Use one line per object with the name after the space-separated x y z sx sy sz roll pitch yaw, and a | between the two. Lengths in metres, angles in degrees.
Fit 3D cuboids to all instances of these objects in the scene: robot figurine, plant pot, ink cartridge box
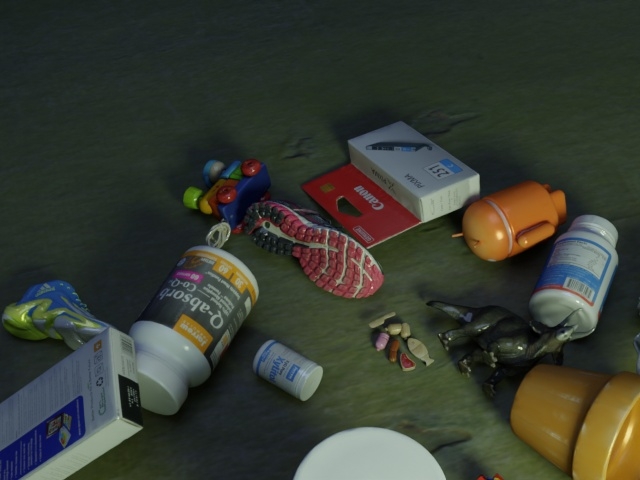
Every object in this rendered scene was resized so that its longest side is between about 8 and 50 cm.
0.366 -0.037 1.753 0.219 0.128 0.158 -22 65 -16 | robot figurine
0.413 0.285 1.435 0.188 0.205 0.205 21 51 40 | plant pot
0.132 -0.122 1.836 0.261 0.066 0.296 -23 37 -17 | ink cartridge box
-0.445 0.306 1.473 0.371 0.069 0.175 -32 47 17 | ink cartridge box

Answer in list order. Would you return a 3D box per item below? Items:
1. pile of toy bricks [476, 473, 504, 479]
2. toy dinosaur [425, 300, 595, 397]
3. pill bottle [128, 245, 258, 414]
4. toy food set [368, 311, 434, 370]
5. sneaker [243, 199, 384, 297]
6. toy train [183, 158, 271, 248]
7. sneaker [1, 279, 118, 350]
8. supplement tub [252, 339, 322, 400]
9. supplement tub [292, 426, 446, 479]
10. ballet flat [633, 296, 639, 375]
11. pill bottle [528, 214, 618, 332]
0.292 0.453 1.357 0.105 0.118 0.212 -45 74 2 | pile of toy bricks
0.312 0.174 1.594 0.160 0.121 0.313 -27 23 -26 | toy dinosaur
-0.236 0.155 1.596 0.162 0.162 0.278 17 52 18 | pill bottle
0.140 0.190 1.640 0.078 0.019 0.122 -24 59 -16 | toy food set
0.000 0.000 1.756 0.299 0.121 0.112 33 27 19 | sneaker
-0.221 -0.070 1.842 0.143 0.105 0.248 16 51 30 | toy train
-0.463 0.128 1.682 0.240 0.091 0.126 10 50 13 | sneaker
-0.058 0.225 1.585 0.107 0.071 0.071 25 55 25 | supplement tub
0.067 0.421 1.235 0.235 0.325 0.235 -2 49 2 | supplement tub
0.603 0.131 1.568 0.139 0.139 0.400 16 28 17 | ballet flat
0.471 0.060 1.662 0.124 0.124 0.221 19 52 19 | pill bottle
